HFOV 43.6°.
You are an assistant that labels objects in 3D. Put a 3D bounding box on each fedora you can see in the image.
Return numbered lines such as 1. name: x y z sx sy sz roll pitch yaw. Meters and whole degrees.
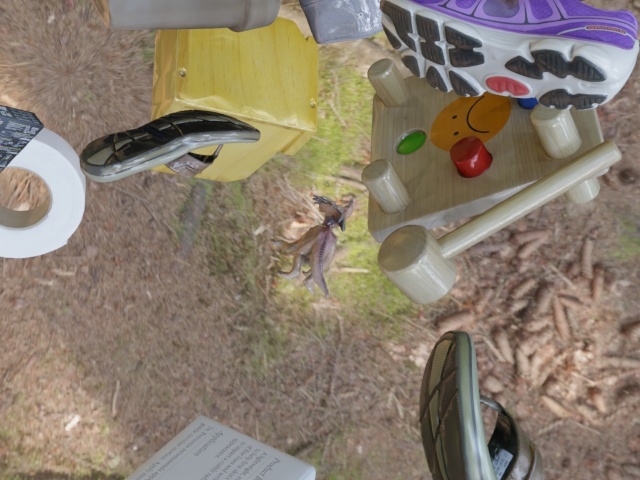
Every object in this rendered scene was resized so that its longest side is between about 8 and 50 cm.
1. fedora: 0.064 -0.435 1.475 0.275 0.244 0.124 -18 104 -10

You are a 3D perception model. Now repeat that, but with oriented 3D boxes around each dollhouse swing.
1. dollhouse swing: -0.231 -0.324 1.806 0.347 0.305 0.315 6 80 -34

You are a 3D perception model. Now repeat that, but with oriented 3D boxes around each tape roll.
1. tape roll: -0.649 -0.106 1.715 0.286 0.100 0.286 -6 118 -12

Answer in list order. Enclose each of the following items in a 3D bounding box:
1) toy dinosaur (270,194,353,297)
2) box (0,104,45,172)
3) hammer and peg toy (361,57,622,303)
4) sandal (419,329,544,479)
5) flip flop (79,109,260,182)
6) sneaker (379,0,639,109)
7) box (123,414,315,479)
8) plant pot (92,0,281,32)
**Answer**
1. toy dinosaur: 0.000 0.000 1.810 0.127 0.295 0.200 38 106 -20
2. box: -0.295 -0.090 0.709 0.067 0.083 0.018 -42 80 12
3. hammer and peg toy: 0.175 -0.088 0.850 0.266 0.361 0.127 -19 132 23
4. sandal: 0.166 0.231 0.750 0.086 0.120 0.302 -14 80 -15
5. flip flop: -0.216 -0.127 1.173 0.277 0.112 0.080 -24 129 -33
6. sneaker: 0.119 -0.133 0.518 0.071 0.170 0.068 -59 153 -23
7. box: -0.104 0.272 0.635 0.119 0.181 0.182 19 117 23
8. plant pot: -0.258 -0.493 1.367 0.280 0.323 0.323 -21 107 -18
